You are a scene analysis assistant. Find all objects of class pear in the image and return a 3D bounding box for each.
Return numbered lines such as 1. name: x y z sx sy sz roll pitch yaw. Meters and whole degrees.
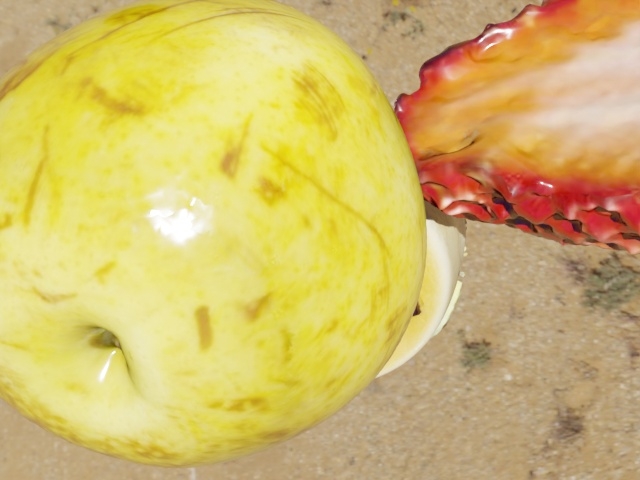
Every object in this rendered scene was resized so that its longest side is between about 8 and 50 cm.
1. pear: -0.073 -0.009 0.532 0.281 0.281 0.280 -7 78 36

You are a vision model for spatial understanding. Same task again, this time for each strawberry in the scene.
1. strawberry: 0.227 -0.073 0.681 0.336 0.149 0.265 -8 49 14

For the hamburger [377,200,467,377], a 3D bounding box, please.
1. hamburger: 0.000 0.000 0.898 0.302 0.170 0.302 4 120 7
